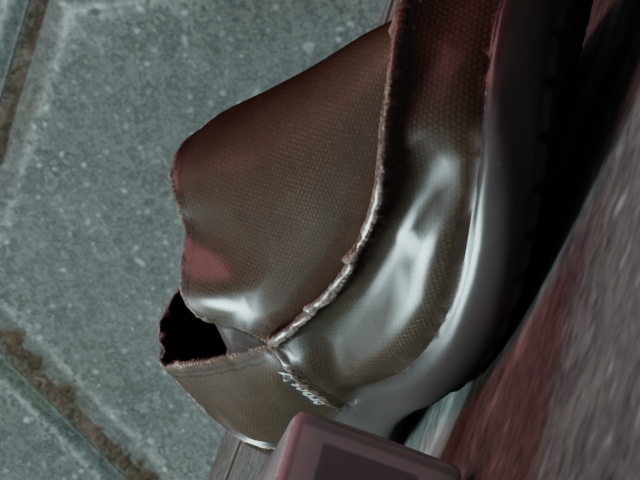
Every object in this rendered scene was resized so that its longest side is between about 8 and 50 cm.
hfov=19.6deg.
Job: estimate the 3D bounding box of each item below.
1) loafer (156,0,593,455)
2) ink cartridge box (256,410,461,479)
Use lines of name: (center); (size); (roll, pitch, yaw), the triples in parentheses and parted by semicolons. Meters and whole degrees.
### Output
loafer: (0.000, 0.000, 0.719); (0.366, 0.130, 0.134); (115, 174, -58)
ink cartridge box: (-0.045, 0.244, 0.620); (0.261, 0.066, 0.296); (115, 173, -55)
